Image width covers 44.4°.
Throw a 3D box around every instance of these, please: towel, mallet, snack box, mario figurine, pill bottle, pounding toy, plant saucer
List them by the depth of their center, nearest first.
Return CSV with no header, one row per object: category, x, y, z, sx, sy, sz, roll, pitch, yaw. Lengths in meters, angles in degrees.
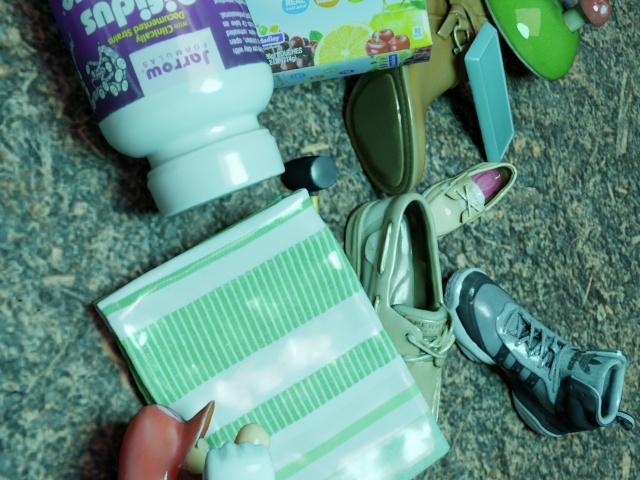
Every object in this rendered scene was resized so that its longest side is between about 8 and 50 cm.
mario figurine,-0.029,0.243,0.668,0.320,0.198,0.170,39,33,6
pill bottle,-0.144,-0.181,0.724,0.169,0.169,0.301,-24,95,-33
towel,-0.039,0.141,0.777,0.248,0.038,0.325,-31,100,-14
snack box,0.002,-0.262,0.824,0.207,0.070,0.174,-8,87,5
mallet,0.000,0.000,0.849,0.039,0.062,0.189,-8,87,-34
plant saucer,0.216,-0.177,0.981,0.067,0.018,0.192,-59,146,-24
pounding toy,0.310,-0.324,1.025,0.183,0.110,0.237,50,38,-14

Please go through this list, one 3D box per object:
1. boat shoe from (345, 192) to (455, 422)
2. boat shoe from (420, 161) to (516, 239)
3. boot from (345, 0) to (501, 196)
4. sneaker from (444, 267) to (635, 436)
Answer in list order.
boat shoe,0.093,0.098,0.871,0.109,0.098,0.302,1,82,-32
boat shoe,0.180,-0.055,0.973,0.170,0.059,0.063,-37,102,-31
boot,0.132,-0.200,0.954,0.220,0.109,0.283,-10,84,-40
sneaker,0.272,0.132,0.946,0.268,0.153,0.101,51,60,-15
